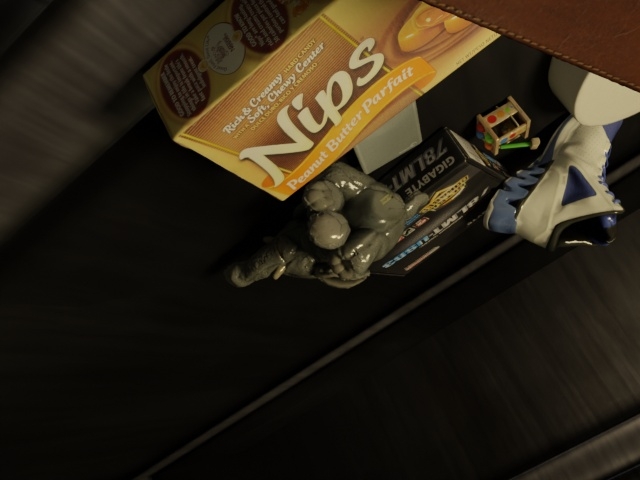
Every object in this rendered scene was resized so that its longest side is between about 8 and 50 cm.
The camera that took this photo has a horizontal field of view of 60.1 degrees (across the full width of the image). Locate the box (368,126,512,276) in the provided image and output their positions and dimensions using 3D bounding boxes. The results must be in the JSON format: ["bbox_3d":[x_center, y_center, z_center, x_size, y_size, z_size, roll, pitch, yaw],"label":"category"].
[{"bbox_3d":[0.175,-0.047,0.969,0.295,0.073,0.293,-39,154,24],"label":"box"}]

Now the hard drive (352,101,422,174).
[{"bbox_3d":[0.082,-0.143,0.720,0.094,0.022,0.135,-30,157,4],"label":"hard drive"}]

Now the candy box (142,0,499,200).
[{"bbox_3d":[0.025,-0.179,0.495,0.316,0.088,0.183,-35,155,15],"label":"candy box"}]

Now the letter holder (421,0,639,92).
[{"bbox_3d":[0.127,-0.218,0.236,0.301,0.152,0.214,14,156,-18],"label":"letter holder"}]

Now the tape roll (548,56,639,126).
[{"bbox_3d":[0.508,-0.320,0.772,0.391,0.072,0.392,-23,156,-11],"label":"tape roll"}]

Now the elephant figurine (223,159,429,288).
[{"bbox_3d":[0.000,0.000,0.803,0.239,0.186,0.169,-44,-162,55],"label":"elephant figurine"}]

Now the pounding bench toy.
[{"bbox_3d":[0.279,-0.158,0.832,0.065,0.083,0.052,-31,157,4],"label":"pounding bench toy"}]

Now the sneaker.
[{"bbox_3d":[0.448,-0.086,0.952,0.315,0.182,0.127,-44,150,-15],"label":"sneaker"}]
